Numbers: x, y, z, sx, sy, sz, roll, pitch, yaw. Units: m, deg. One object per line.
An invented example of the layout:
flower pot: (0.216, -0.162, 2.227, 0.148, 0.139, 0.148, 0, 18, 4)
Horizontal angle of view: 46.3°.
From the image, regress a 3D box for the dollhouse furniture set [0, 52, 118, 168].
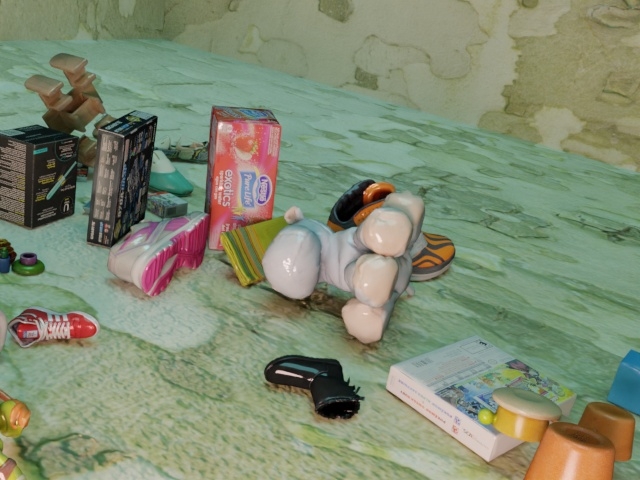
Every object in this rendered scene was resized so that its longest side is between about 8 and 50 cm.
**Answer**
dollhouse furniture set: (-0.585, -0.256, 1.619, 0.161, 0.212, 0.242, 20, 59, 30)

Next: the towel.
towel: (-0.086, 0.008, 1.390, 0.021, 0.102, 0.237, -29, -5, 36)

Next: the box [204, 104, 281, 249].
box: (-0.155, -0.120, 1.446, 0.123, 0.256, 0.128, 2, 22, -14)

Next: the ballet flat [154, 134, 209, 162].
ballet flat: (-0.372, -0.238, 1.909, 0.188, 0.070, 0.070, 1, 23, -22)

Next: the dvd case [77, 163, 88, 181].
dvd case: (-0.570, -0.161, 1.691, 0.087, 0.013, 0.119, 4, 24, -16)

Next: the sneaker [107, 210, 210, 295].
sneaker: (-0.275, 0.003, 1.294, 0.111, 0.103, 0.252, 18, 22, 14)

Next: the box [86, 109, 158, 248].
box: (-0.367, -0.117, 1.391, 0.051, 0.220, 0.175, 14, 22, 3)

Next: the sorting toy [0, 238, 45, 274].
sorting toy: (-0.501, 0.024, 1.218, 0.102, 0.042, 0.061, 15, 22, 10)

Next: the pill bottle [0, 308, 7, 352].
pill bottle: (-0.491, 0.108, 0.949, 0.160, 0.087, 0.087, 14, 22, 8)

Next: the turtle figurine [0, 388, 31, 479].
turtle figurine: (-0.382, 0.204, 0.756, 0.217, 0.087, 0.269, -10, 29, -42)

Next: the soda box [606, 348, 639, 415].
soda box: (0.546, 0.243, 1.110, 0.210, 0.071, 0.067, 23, 25, 30)

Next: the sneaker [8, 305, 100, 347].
sneaker: (-0.370, 0.122, 1.030, 0.119, 0.042, 0.067, 6, 16, 11)

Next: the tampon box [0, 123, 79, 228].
tampon box: (-0.537, -0.123, 1.407, 0.101, 0.161, 0.120, 18, 21, 18)

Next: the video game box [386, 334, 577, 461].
video game box: (0.231, 0.216, 1.068, 0.205, 0.048, 0.187, -10, 27, -41)

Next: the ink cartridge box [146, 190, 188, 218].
ink cartridge box: (-0.340, -0.082, 1.577, 0.115, 0.029, 0.063, 26, 27, 34)

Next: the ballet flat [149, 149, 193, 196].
ballet flat: (-0.399, -0.170, 1.692, 0.247, 0.087, 0.083, 17, 24, 16)

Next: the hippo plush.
hippo plush: (0.036, 0.007, 1.248, 0.237, 0.234, 0.294, 17, 23, 15)

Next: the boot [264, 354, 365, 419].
boot: (-0.008, 0.199, 1.006, 0.121, 0.045, 0.099, 3, 26, -19)

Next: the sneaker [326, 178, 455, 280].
sneaker: (0.149, -0.022, 1.445, 0.321, 0.180, 0.125, -6, 27, -35)

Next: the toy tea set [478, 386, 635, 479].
toy tea set: (0.361, 0.282, 0.900, 0.336, 0.124, 0.200, 11, 9, -8)

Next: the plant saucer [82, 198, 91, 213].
plant saucer: (-0.434, -0.088, 1.566, 0.067, 0.018, 0.192, 10, 22, -1)
